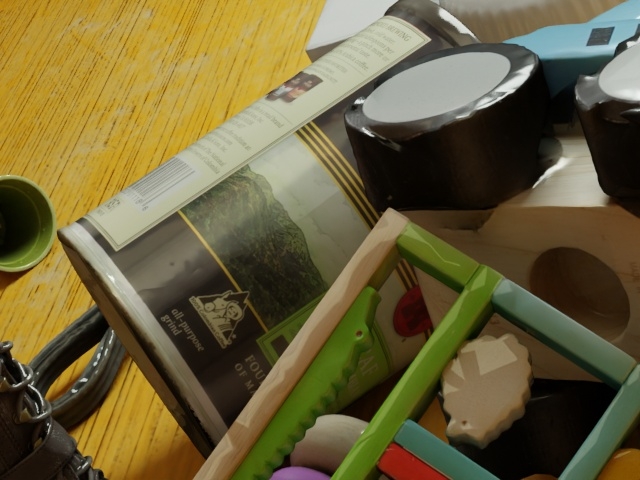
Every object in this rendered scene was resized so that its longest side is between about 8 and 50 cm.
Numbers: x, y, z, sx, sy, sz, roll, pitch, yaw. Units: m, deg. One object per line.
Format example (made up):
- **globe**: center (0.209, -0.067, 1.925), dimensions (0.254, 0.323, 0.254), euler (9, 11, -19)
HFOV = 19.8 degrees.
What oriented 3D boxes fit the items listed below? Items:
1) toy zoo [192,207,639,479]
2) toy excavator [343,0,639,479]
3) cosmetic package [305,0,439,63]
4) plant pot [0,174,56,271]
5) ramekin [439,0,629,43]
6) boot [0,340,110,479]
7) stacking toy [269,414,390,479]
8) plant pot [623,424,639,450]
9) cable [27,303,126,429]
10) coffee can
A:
- **toy zoo**: center (0.098, 0.137, 0.854), dimensions (0.293, 0.030, 0.192), euler (33, 81, 18)
- **toy excavator**: center (0.297, -0.075, 0.995), dimensions (0.433, 0.222, 0.445), euler (0, 30, 40)
- **cosmetic package**: center (0.068, -0.178, 1.508), dimensions (0.086, 0.117, 0.231), euler (-15, 30, 26)
- **plant pot**: center (-0.284, -0.013, 1.605), dimensions (0.083, 0.083, 0.079), euler (-43, 20, -25)
- **ramekin**: center (0.190, -0.190, 1.423), dimensions (0.207, 0.109, 0.207), euler (-22, 29, 13)
- **boot**: center (-0.134, 0.144, 1.037), dimensions (0.263, 0.229, 0.091), euler (-29, 28, 1)
- **stacking toy**: center (-0.056, 0.244, 0.916), dimensions (0.330, 0.141, 0.141), euler (-45, 32, -21)
- **plant pot**: center (0.265, 0.072, 1.006), dimensions (0.236, 0.032, 0.236), euler (-21, 28, 12)
- **cable**: center (-0.130, 0.020, 1.387), dimensions (0.287, 0.072, 0.139), euler (-35, 50, -17)
- **coffee can**: center (0.000, 0.000, 1.184), dimensions (0.275, 0.201, 0.201), euler (-35, 29, -10)
